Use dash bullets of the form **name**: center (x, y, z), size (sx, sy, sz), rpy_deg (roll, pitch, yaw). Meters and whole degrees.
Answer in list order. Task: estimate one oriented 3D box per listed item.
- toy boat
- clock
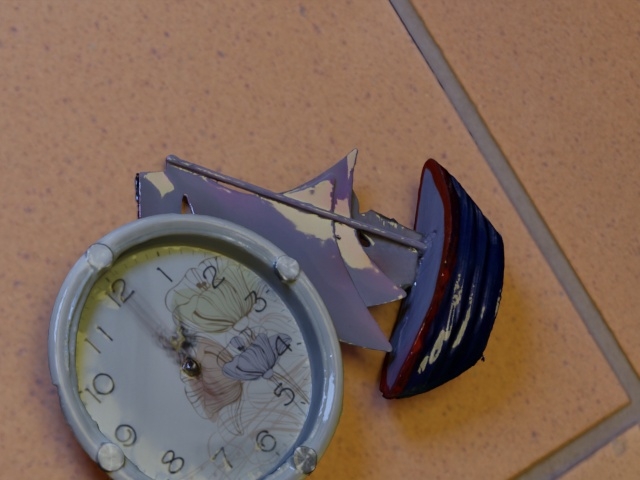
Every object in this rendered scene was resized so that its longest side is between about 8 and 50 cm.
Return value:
- **toy boat**: center (0.014, 0.025, 1.570), size (0.318, 0.072, 0.219), rpy_deg (-1, 65, -29)
- **clock**: center (-0.096, 0.096, 1.468), size (0.236, 0.053, 0.236), rpy_deg (9, 66, -21)
